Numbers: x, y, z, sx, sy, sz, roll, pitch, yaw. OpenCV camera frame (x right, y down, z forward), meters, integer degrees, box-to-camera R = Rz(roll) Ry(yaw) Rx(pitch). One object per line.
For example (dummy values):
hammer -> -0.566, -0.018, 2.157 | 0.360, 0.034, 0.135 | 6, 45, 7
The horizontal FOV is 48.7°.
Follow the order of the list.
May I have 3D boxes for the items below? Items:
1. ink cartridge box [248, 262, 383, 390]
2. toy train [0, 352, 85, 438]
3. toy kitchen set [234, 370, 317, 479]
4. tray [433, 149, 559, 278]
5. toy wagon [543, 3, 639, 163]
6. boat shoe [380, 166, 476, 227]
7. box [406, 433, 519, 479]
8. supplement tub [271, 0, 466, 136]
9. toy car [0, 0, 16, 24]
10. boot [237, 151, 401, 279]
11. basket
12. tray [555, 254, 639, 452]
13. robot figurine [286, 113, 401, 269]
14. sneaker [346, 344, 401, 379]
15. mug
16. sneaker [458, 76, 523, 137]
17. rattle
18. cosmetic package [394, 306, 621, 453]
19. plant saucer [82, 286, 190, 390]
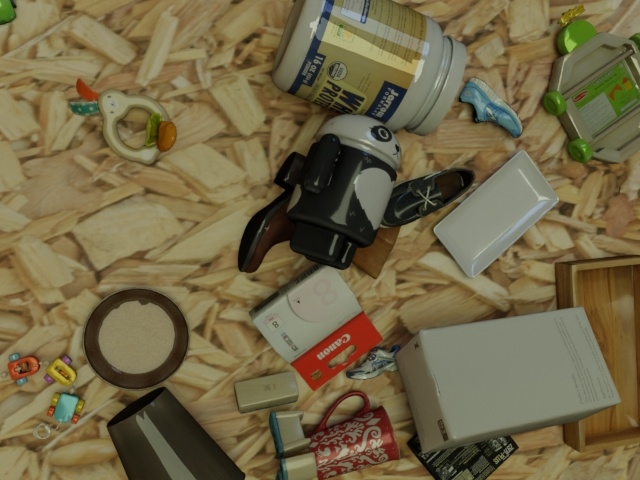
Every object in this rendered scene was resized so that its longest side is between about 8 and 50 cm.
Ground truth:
ink cartridge box -> 0.001, 0.176, 1.395 | 0.189, 0.066, 0.232 | -36, 107, -1
toy train -> -0.510, 0.276, 1.319 | 0.125, 0.046, 0.166 | -20, 94, -10
toy kitchen set -> -0.095, 0.397, 1.414 | 0.122, 0.166, 0.207 | -9, 59, -13
tray -> 0.373, -0.056, 1.514 | 0.270, 0.030, 0.145 | -41, 102, -8
toy wagon -> 0.606, -0.343, 1.534 | 0.267, 0.068, 0.344 | -34, 99, -10
boat shoe -> 0.209, -0.092, 1.426 | 0.233, 0.079, 0.084 | -23, 93, -23
box -> 0.301, 0.434, 1.499 | 0.180, 0.077, 0.147 | -41, 100, -8
supplement tub -> 0.089, -0.340, 1.328 | 0.316, 0.228, 0.228 | 19, 89, -13
toy car -> -0.599, -0.497, 1.247 | 0.239, 0.053, 0.225 | -20, 97, -11
boot -> 0.000, 0.000, 1.418 | 0.280, 0.096, 0.264 | 31, 78, -20
basket -> -0.284, 0.404, 1.327 | 0.204, 0.154, 0.227 | -30, 96, -6
tray -> 0.637, 0.246, 1.572 | 0.202, 0.076, 0.411 | -5, 94, -13
robot figurine -> 0.044, -0.091, 1.288 | 0.173, 0.209, 0.278 | 22, 82, -10
sneaker -> 0.112, 0.251, 1.465 | 0.135, 0.052, 0.058 | -14, 86, -20
mug -> 0.057, 0.403, 1.443 | 0.169, 0.150, 0.113 | -17, 133, -8
sneaker -> 0.356, -0.269, 1.492 | 0.162, 0.063, 0.073 | 40, 101, -8
rattle -> -0.364, -0.222, 1.279 | 0.199, 0.143, 0.130 | 40, 102, -18
cosmetic package -> 0.367, 0.274, 1.412 | 0.384, 0.156, 0.217 | -5, 64, -17
plant saucer -> -0.351, 0.186, 1.354 | 0.198, 0.036, 0.199 | -1, 94, -14
